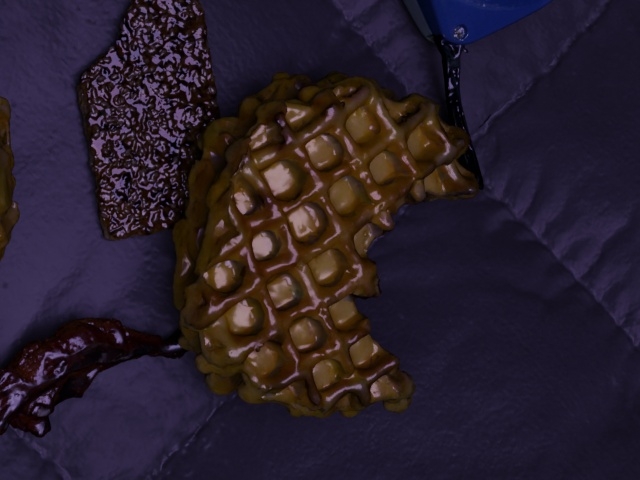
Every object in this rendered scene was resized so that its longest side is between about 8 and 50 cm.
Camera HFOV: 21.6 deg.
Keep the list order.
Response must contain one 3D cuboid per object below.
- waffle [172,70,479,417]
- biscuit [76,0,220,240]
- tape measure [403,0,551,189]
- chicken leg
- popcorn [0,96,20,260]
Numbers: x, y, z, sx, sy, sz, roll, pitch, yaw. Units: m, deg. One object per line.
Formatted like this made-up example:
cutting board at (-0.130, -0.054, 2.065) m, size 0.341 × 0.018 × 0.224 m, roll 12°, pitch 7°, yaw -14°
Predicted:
waffle at (0.000, 0.000, 1.544) m, size 0.261 × 0.151 × 0.324 m, roll 20°, pitch 84°, yaw -32°
biscuit at (-0.157, -0.125, 1.552) m, size 0.131 × 0.026 × 0.237 m, roll -11°, pitch 97°, yaw -22°
tape measure at (0.174, -0.245, 1.639) m, size 0.215 × 0.098 × 0.351 m, roll -28°, pitch 104°, yaw -16°
chicken leg at (-0.222, 0.114, 1.527) m, size 0.219 × 0.048 × 0.089 m, roll -30°, pitch 126°, yaw -22°
popcorn at (-0.360, -0.057, 1.385) m, size 0.250 × 0.190 × 0.250 m, roll 10°, pitch 79°, yaw -61°
